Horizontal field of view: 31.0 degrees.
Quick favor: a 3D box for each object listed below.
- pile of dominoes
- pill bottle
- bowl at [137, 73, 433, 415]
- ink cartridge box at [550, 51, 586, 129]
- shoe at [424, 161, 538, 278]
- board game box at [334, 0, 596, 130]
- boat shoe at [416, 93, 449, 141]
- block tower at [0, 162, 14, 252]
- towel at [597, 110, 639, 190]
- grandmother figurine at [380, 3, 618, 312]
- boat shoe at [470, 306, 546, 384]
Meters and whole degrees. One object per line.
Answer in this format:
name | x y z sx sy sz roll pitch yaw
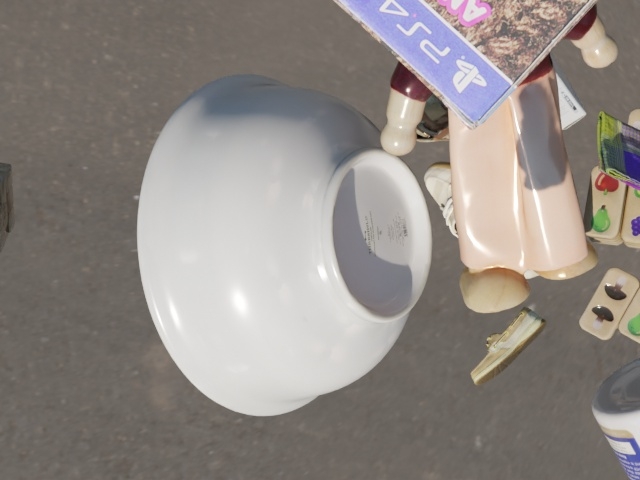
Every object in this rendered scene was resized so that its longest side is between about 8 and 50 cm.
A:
pile of dominoes | 0.335 -0.004 0.904 0.251 0.040 0.196 8 83 22
pill bottle | 0.330 0.199 1.022 0.112 0.112 0.187 -26 102 19
bowl | 0.000 0.000 0.964 0.134 0.297 0.298 -4 91 39
ink cartridge box | 0.256 -0.282 1.541 0.045 0.223 0.224 -35 120 17
shoe | 0.204 -0.026 1.463 0.058 0.077 0.219 -33 56 -25
board game box | 0.090 -0.238 0.556 0.232 0.141 0.291 43 102 2
boat shoe | 0.148 -0.175 1.372 0.116 0.324 0.123 -22 83 12
block tower | -0.391 0.039 1.121 0.090 0.336 0.097 10 133 1
towel | 0.241 -0.060 0.858 0.083 0.060 0.009 21 143 -18
grandmother figurine | 0.140 -0.126 0.875 0.104 0.207 0.343 23 135 52
boat shoe | 0.261 0.150 1.648 0.135 0.050 0.045 -41 66 -8
